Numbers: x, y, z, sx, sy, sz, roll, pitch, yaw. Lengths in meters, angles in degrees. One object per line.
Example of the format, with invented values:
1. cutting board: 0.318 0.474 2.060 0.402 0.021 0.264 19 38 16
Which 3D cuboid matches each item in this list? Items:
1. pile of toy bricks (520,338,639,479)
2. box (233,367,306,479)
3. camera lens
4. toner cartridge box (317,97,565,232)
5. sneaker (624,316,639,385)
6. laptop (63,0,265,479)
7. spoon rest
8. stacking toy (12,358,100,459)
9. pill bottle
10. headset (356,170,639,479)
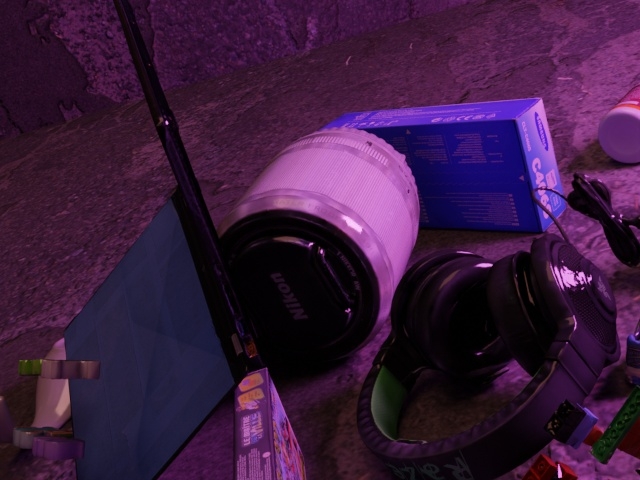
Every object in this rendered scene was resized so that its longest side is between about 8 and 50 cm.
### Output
1. pile of toy bricks: 0.259 0.157 0.686 0.212 0.105 0.118 -56 27 10
2. box: -0.041 0.213 0.793 0.036 0.114 0.207 -19 23 2
3. camera lens: 0.000 0.000 1.111 0.219 0.219 0.274 -10 24 22
4. toner cartridge box: 0.163 -0.104 1.292 0.348 0.165 0.075 4 32 43
5. sneaker: 0.334 0.081 0.860 0.052 0.058 0.135 6 33 47
6. laptop: -0.221 0.015 0.927 0.236 0.408 0.382 -21 35 -7
7. spoon rest: -0.340 0.187 1.175 0.137 0.084 0.276 -9 11 22
8. stacking toy: -0.276 0.201 0.897 0.052 0.167 0.221 6 -9 -30
9. pill bottle: 0.471 -0.180 1.315 0.086 0.086 0.152 2 31 42
10. headset: 0.199 0.086 0.888 0.243 0.185 0.394 -11 37 53
